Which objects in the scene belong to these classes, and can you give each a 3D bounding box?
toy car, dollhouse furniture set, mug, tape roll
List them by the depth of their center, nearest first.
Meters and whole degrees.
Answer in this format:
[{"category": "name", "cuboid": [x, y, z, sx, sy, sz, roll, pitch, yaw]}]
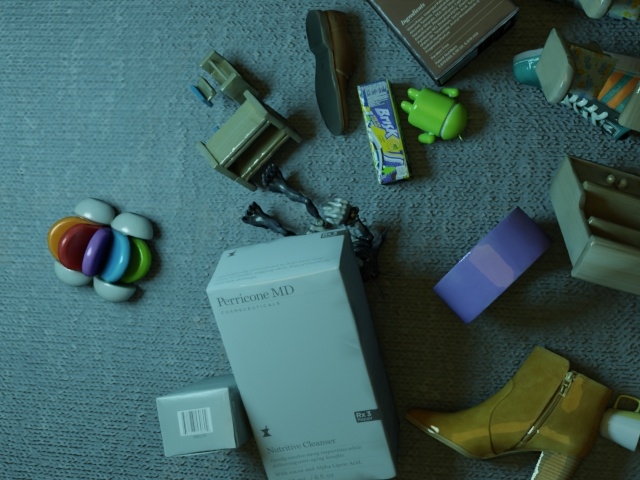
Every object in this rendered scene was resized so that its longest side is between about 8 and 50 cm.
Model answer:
[{"category": "dollhouse furniture set", "cuboid": [0.487, -0.150, 1.379, 0.362, 0.256, 0.394, 16, 122, -9]}, {"category": "tape roll", "cuboid": [0.270, 0.040, 1.553, 0.080, 0.189, 0.189, 45, 98, 8]}, {"category": "mug", "cuboid": [0.481, 0.293, 1.585, 0.064, 0.078, 0.062, 16, 126, 20]}, {"category": "dollhouse furniture set", "cuboid": [-0.147, -0.202, 1.687, 0.129, 0.129, 0.184, -45, 58, 9]}, {"category": "toy car", "cuboid": [-0.387, 0.016, 1.713, 0.182, 0.136, 0.159, 21, 94, 11]}]

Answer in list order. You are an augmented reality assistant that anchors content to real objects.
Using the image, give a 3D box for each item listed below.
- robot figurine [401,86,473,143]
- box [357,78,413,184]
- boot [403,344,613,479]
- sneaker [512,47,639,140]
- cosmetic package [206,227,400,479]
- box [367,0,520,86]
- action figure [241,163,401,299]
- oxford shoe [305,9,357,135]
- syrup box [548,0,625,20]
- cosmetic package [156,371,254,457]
[{"category": "robot figurine", "cuboid": [0.191, -0.208, 1.630, 0.115, 0.067, 0.101, 26, 87, 10]}, {"category": "box", "cuboid": [0.109, -0.179, 1.650, 0.054, 0.059, 0.169, -12, 88, 12]}, {"category": "boot", "cuboid": [0.303, 0.264, 1.605, 0.295, 0.104, 0.211, 22, 83, 17]}, {"category": "sneaker", "cuboid": [0.446, -0.225, 1.557, 0.302, 0.108, 0.121, 11, 88, 10]}, {"category": "cosmetic package", "cuboid": [-0.017, 0.191, 1.560, 0.217, 0.156, 0.385, -13, 114, 12]}, {"category": "box", "cuboid": [0.186, -0.376, 1.572, 0.167, 0.168, 0.203, -40, 89, 10]}, {"category": "action figure", "cuboid": [0.000, 0.000, 1.635, 0.275, 0.141, 0.164, 34, 95, 13]}, {"category": "oxford shoe", "cuboid": [0.032, -0.283, 1.665, 0.076, 0.076, 0.212, -11, 100, -28]}, {"category": "syrup box", "cuboid": [0.386, -0.431, 1.575, 0.237, 0.093, 0.096, 19, 94, 11]}, {"category": "cosmetic package", "cuboid": [-0.163, 0.277, 1.619, 0.127, 0.238, 0.107, -11, 85, 14]}]
